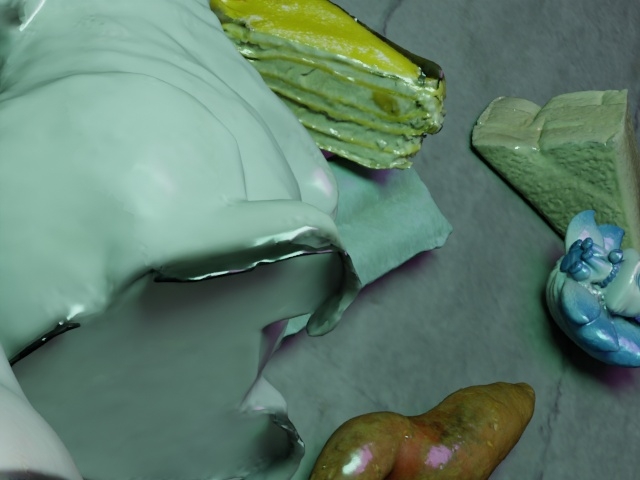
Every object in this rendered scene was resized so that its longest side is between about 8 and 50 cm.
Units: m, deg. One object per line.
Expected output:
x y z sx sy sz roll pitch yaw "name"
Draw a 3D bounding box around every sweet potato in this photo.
0.064 0.116 0.959 0.058 0.055 0.202 30 27 35 "sweet potato"

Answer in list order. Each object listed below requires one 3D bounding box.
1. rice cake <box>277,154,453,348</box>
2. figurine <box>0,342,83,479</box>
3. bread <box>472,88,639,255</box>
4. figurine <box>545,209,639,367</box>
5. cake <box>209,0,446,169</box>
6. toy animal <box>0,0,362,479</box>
0.000 0.000 0.995 0.085 0.040 0.226 56 38 3 "rice cake"
-0.192 -0.045 0.529 0.284 0.206 0.315 14 50 -56 "figurine"
0.180 -0.030 1.222 0.077 0.105 0.152 -60 140 -51 "bread"
0.199 0.041 1.138 0.114 0.079 0.114 31 36 -25 "figurine"
-0.013 -0.111 1.034 0.185 0.079 0.116 13 29 -1 "cake"
-0.119 -0.050 0.816 0.258 0.194 0.357 3 45 -29 "toy animal"
